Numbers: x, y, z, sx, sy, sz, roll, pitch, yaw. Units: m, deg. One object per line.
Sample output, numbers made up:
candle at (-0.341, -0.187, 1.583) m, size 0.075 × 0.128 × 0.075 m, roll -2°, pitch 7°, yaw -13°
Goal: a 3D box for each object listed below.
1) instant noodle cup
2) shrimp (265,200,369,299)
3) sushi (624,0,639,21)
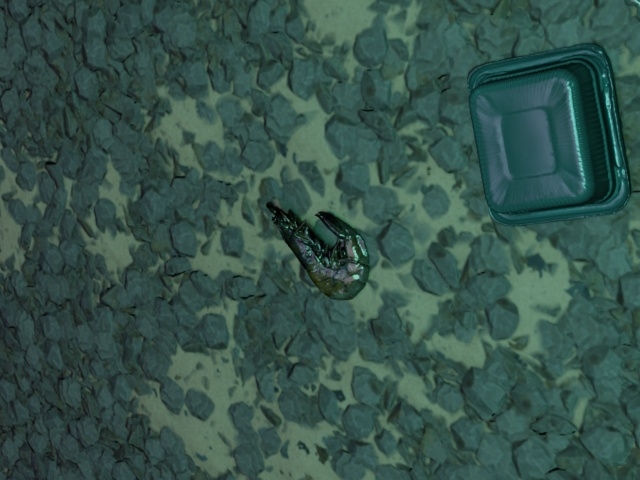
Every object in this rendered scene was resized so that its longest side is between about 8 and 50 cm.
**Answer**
instant noodle cup at (0.224, -0.103, 0.988) m, size 0.157 × 0.070 × 0.179 m, roll -7°, pitch 97°, yaw 35°
shrimp at (0.000, 0.000, 1.200) m, size 0.161 × 0.034 × 0.091 m, roll 47°, pitch 112°, yaw 9°
sushi at (0.425, -0.269, 0.725) m, size 0.418 × 0.176 × 0.417 m, roll 8°, pitch 103°, yaw 37°
